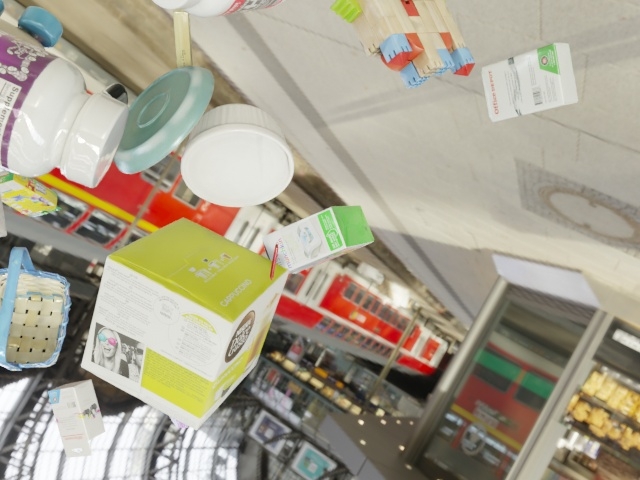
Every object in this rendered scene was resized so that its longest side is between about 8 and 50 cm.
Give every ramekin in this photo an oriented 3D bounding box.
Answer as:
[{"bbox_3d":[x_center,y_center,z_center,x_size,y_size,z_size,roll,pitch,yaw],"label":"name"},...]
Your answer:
[{"bbox_3d":[-0.204,-0.215,1.501,0.272,0.272,0.127,33,-143,-41],"label":"ramekin"}]

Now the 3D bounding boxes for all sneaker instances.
[{"bbox_3d":[-0.552,-0.281,1.410,0.132,0.229,0.086,12,153,21],"label":"sneaker"}]

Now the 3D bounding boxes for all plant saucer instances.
[{"bbox_3d":[-0.382,-0.297,1.427,0.317,0.318,0.043,25,166,50],"label":"plant saucer"}]

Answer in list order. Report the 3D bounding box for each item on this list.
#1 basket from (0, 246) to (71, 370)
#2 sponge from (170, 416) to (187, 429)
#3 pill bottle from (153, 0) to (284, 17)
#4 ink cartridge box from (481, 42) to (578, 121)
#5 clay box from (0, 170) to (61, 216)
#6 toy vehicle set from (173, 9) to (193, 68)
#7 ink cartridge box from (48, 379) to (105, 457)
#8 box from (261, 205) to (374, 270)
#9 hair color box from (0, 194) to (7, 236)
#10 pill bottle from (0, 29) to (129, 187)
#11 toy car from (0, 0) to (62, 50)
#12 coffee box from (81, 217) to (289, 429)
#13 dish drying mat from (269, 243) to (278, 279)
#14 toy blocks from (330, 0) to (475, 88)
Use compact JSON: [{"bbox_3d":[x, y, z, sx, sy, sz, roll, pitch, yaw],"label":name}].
[{"bbox_3d":[-0.688,0.179,1.397,0.200,0.255,0.289,8,154,-16],"label":"basket"},{"bbox_3d":[-0.419,0.427,1.768,0.031,0.210,0.117,-4,-174,-26],"label":"sponge"},{"bbox_3d":[-0.191,-0.527,1.169,0.176,0.176,0.318,29,-145,18],"label":"pill bottle"},{"bbox_3d":[0.536,-0.404,1.568,0.086,0.153,0.208,-17,-171,-41],"label":"ink cartridge box"},{"bbox_3d":[-0.959,-0.151,1.968,0.127,0.053,0.222,-13,155,13],"label":"clay box"},{"bbox_3d":[-0.362,-0.513,1.616,0.035,0.267,0.166,-2,-137,-10],"label":"toy vehicle set"},{"bbox_3d":[-0.628,0.463,1.580,0.104,0.182,0.061,-15,180,29],"label":"ink cartridge box"},{"bbox_3d":[0.000,0.000,1.760,0.262,0.231,0.127,-11,-101,-67],"label":"box"},{"bbox_3d":[-0.789,-0.085,1.292,0.110,0.185,0.339,-8,-176,-10],"label":"hair color box"},{"bbox_3d":[-0.419,-0.185,0.798,0.301,0.169,0.169,23,178,-13],"label":"pill bottle"},{"bbox_3d":[-0.610,-0.305,1.149,0.210,0.219,0.238,20,156,-8],"label":"toy car"},{"bbox_3d":[-0.329,0.190,1.533,0.338,0.335,0.337,26,-155,10],"label":"coffee box"},{"bbox_3d":[-0.112,0.052,1.469,0.008,0.083,0.032,7,-164,-12],"label":"dish drying mat"},{"bbox_3d":[0.238,-0.516,1.560,0.190,0.381,0.261,-32,80,48],"label":"toy blocks"}]
